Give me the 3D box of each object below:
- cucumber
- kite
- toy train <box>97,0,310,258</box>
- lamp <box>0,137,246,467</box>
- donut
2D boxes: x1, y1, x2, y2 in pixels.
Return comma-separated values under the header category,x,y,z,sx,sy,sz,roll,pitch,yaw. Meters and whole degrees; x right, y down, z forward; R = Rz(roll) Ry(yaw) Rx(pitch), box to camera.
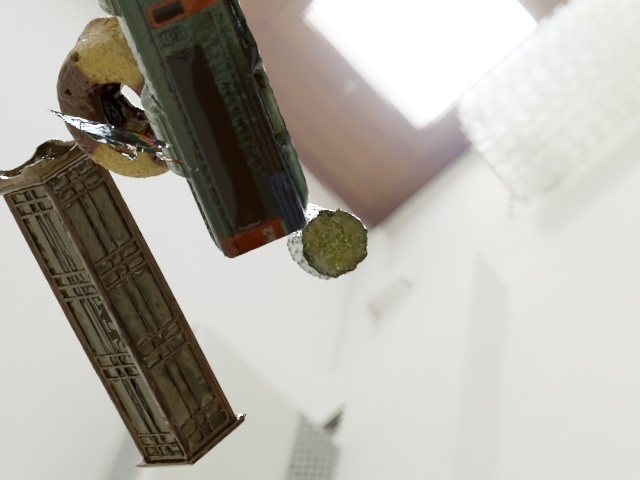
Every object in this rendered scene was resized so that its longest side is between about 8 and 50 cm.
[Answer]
category,x,y,z,sx,sy,sz,roll,pitch,yaw
cucumber,0.000,0.000,1.995,0.303,0.072,0.081,-165,76,-83
kite,-0.109,-0.054,0.985,0.090,0.004,0.122,21,-172,-3
toy train,-0.110,-0.173,1.221,0.086,0.089,0.409,-121,8,-57
lamp,-0.191,0.059,1.707,0.089,0.090,0.325,-38,-71,-39
donut,-0.153,-0.115,1.471,0.140,0.140,0.059,46,-139,-7
